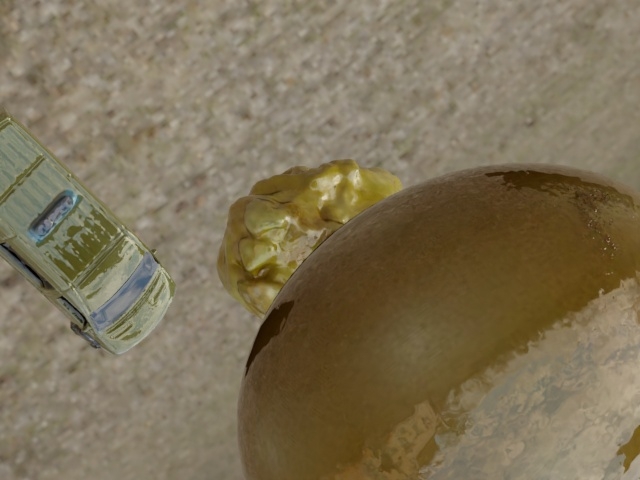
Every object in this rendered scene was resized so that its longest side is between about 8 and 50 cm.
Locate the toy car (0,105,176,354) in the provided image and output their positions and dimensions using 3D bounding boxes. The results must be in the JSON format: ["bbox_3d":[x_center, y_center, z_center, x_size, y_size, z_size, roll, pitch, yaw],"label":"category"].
[{"bbox_3d":[-0.231,-0.003,1.177,0.101,0.257,0.124,-49,-160,-15],"label":"toy car"}]

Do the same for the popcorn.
[{"bbox_3d":[0.003,0.001,1.373,0.190,0.191,0.253,-63,175,7],"label":"popcorn"}]

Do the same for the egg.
[{"bbox_3d":[0.105,0.098,0.914,0.351,0.282,0.282,-36,168,9],"label":"egg"}]
